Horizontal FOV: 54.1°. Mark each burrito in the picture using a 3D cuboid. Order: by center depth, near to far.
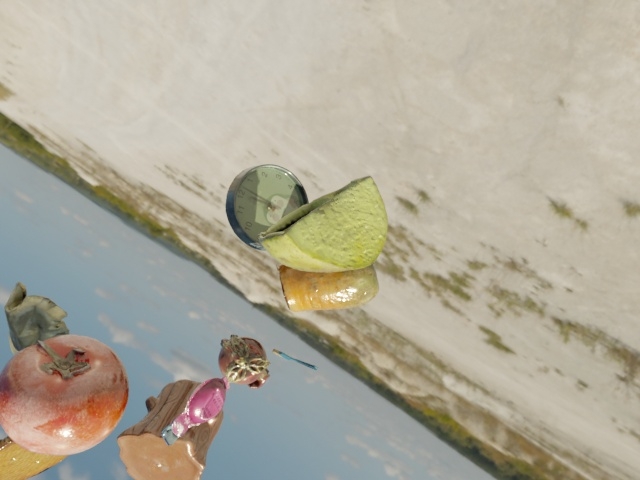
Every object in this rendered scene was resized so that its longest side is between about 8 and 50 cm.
[{"bbox_3d":[-0.879,0.276,1.926,0.190,0.135,0.331,35,143,8],"label":"burrito"}]

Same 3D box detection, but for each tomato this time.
[{"bbox_3d":[-0.555,0.338,1.358,0.271,0.226,0.270,9,-150,-5],"label":"tomato"}]

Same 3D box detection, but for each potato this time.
[{"bbox_3d":[0.000,0.000,1.760,0.280,0.330,0.212,-13,108,58],"label":"potato"}]

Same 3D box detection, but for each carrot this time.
[{"bbox_3d":[0.032,0.144,2.245,0.224,0.341,0.224,-12,-90,-85],"label":"carrot"}]

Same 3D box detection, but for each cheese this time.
[{"bbox_3d":[-0.211,0.291,1.075,0.038,0.145,0.095,26,143,34],"label":"cheese"}]

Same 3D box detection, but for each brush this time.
[{"bbox_3d":[-0.074,0.356,1.866,0.164,0.014,0.051,15,161,34],"label":"brush"}]

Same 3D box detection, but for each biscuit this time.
[{"bbox_3d":[-0.798,0.579,1.725,0.038,0.305,0.305,53,180,26],"label":"biscuit"}]

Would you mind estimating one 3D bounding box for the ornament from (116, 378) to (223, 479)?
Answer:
[{"bbox_3d":[-0.363,0.477,1.561,0.221,0.235,0.217,30,-151,-3],"label":"ornament"}]

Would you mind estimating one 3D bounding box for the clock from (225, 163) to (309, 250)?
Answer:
[{"bbox_3d":[-0.187,-0.122,2.272,0.319,0.318,0.066,38,157,-22],"label":"clock"}]

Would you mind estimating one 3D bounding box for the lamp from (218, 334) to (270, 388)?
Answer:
[{"bbox_3d":[-0.233,0.381,1.982,0.215,0.151,0.223,53,-171,-6],"label":"lamp"}]
